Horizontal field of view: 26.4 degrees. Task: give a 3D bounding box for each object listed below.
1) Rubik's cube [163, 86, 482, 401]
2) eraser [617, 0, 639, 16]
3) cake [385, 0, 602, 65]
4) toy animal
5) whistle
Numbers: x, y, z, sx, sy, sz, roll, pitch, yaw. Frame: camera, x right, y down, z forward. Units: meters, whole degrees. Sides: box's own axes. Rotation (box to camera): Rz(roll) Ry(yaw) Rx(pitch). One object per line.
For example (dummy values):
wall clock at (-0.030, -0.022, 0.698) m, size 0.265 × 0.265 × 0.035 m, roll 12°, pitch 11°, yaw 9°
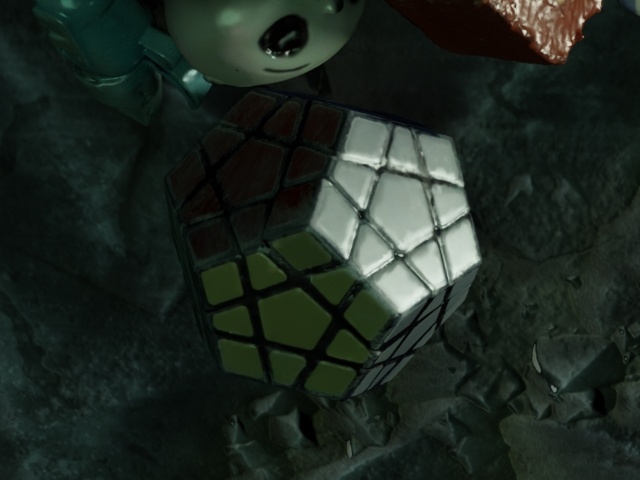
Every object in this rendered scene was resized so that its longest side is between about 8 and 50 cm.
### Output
Rubik's cube at (0.000, 0.000, 1.308) m, size 0.319 × 0.319 × 0.264 m, roll 14°, pitch 98°, yaw 3°
eraser at (0.260, -0.300, 1.167) m, size 0.036 × 0.082 × 0.225 m, roll -6°, pitch 121°, yaw 11°
cake at (0.125, -0.267, 1.116) m, size 0.151 × 0.177 × 0.283 m, roll 18°, pitch 171°, yaw 46°
toy animal at (-0.066, -0.263, 1.181) m, size 0.213 × 0.212 × 0.266 m, roll -26°, pitch 114°, yaw 26°
whistle at (-0.201, -0.188, 1.277) m, size 0.186 × 0.093 × 0.274 m, roll 28°, pitch 163°, yaw 17°
